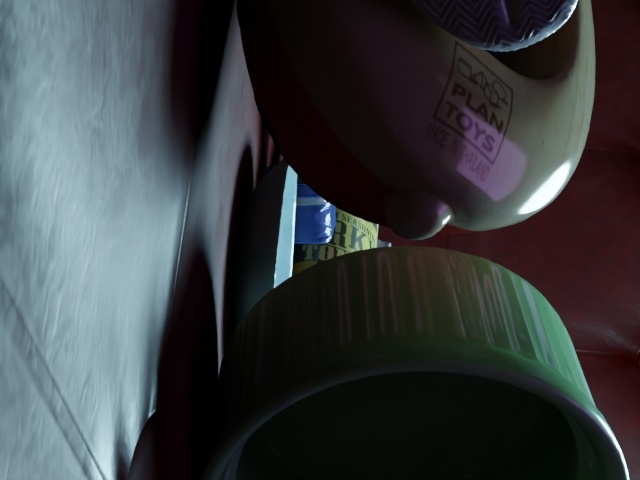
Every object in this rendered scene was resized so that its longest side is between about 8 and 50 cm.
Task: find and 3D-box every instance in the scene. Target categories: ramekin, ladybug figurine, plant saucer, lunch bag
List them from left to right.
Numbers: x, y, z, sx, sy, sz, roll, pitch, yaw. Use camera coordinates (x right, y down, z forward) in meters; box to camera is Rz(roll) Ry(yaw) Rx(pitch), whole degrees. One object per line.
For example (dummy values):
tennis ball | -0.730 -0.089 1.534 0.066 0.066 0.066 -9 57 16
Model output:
plant saucer | -0.047 0.022 1.229 0.195 0.037 0.195 5 90 -87
lunch bag | -0.019 -0.040 1.362 0.098 0.067 0.065 -81 171 -73
ladybug figurine | 0.057 -0.177 1.043 0.162 0.305 0.449 -29 -142 36
ramekin | 0.060 0.148 1.085 0.148 0.303 0.303 -93 -175 -51

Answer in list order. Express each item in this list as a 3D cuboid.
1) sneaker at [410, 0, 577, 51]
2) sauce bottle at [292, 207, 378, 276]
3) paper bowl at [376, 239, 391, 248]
sneaker | 0.058 -0.274 0.878 0.321 0.124 0.180 58 18 -23
sauce bottle | 0.000 0.000 1.460 0.111 0.111 0.344 91 3 -54
paper bowl | 0.039 0.137 1.774 0.284 0.148 0.284 13 90 -85
